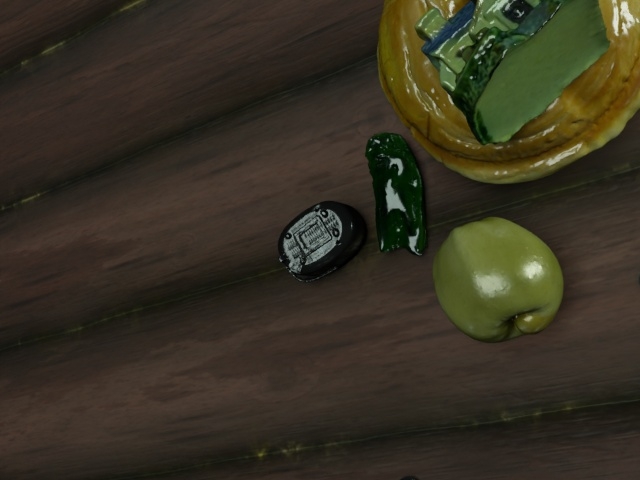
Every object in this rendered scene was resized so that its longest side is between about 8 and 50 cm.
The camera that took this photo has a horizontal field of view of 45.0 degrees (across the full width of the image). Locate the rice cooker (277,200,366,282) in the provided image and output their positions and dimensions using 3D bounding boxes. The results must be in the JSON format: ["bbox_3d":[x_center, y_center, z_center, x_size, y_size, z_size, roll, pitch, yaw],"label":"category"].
[{"bbox_3d":[0.000,0.000,1.365,0.165,0.106,0.112,-36,72,10],"label":"rice cooker"}]

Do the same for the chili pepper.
[{"bbox_3d":[0.130,-0.077,1.324,0.098,0.061,0.224,-14,76,21],"label":"chili pepper"}]

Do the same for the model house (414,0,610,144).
[{"bbox_3d":[0.223,-0.268,1.000,0.214,0.195,0.189,-43,60,15],"label":"model house"}]

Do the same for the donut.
[{"bbox_3d":[0.289,-0.308,1.181,0.449,0.198,0.449,-3,82,27],"label":"donut"}]

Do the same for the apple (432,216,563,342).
[{"bbox_3d":[0.263,0.062,1.163,0.200,0.200,0.200,-3,83,29],"label":"apple"}]

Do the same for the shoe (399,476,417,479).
[{"bbox_3d":[0.152,0.469,1.261,0.062,0.053,0.159,-18,74,23],"label":"shoe"}]
